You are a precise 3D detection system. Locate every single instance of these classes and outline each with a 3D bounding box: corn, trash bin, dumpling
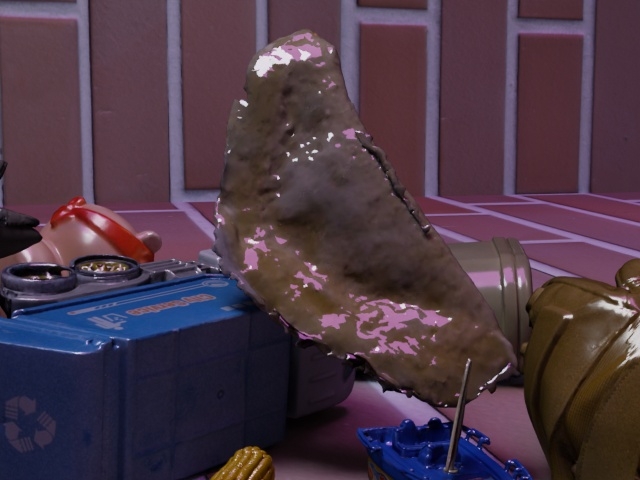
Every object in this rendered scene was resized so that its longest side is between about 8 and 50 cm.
[{"bbox_3d":[-0.056,0.163,0.691,0.037,0.037,0.092,3,8,19],"label":"corn"},{"bbox_3d":[0.091,0.068,1.105,0.247,0.121,0.243,-3,7,6],"label":"trash bin"},{"bbox_3d":[0.003,0.000,0.810,0.166,0.332,0.086,-26,-22,-8],"label":"dumpling"}]

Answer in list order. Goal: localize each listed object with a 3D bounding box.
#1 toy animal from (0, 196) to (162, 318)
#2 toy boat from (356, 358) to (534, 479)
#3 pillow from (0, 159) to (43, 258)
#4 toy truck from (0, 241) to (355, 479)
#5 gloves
[{"bbox_3d":[-0.296,0.032,1.237,0.198,0.171,0.171,-16,16,-38],"label":"toy animal"},{"bbox_3d":[0.085,0.129,0.676,0.091,0.110,0.175,0,9,-20],"label":"toy boat"},{"bbox_3d":[-0.394,0.033,0.820,0.228,0.101,0.326,-28,2,20],"label":"pillow"},{"bbox_3d":[-0.121,0.092,0.832,0.175,0.146,0.367,17,20,39],"label":"toy truck"},{"bbox_3d":[0.213,0.105,0.722,0.141,0.154,0.331,0,15,-17],"label":"gloves"}]
